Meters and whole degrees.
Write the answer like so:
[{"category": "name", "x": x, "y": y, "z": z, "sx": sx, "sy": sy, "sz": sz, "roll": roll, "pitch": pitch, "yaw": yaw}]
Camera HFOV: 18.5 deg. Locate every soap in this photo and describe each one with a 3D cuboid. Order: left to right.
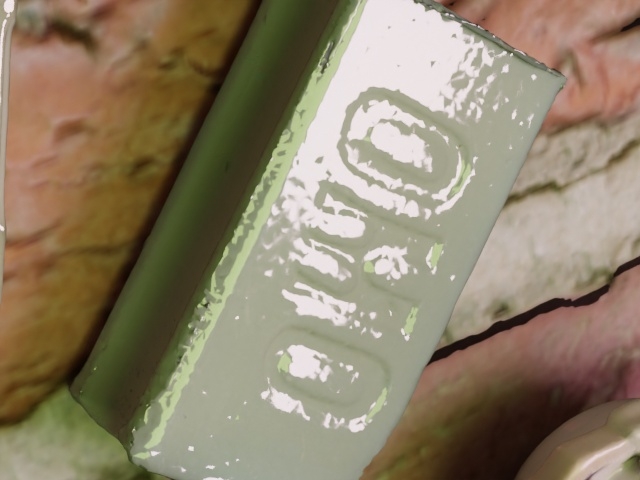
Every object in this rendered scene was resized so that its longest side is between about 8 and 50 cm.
[{"category": "soap", "x": 0.000, "y": 0.000, "z": 0.737, "sx": 0.114, "sy": 0.063, "sz": 0.198, "roll": 22, "pitch": 96, "yaw": -38}]

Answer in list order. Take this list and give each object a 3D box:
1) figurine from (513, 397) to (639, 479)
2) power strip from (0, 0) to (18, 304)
[{"category": "figurine", "x": 0.121, "y": 0.157, "z": 0.825, "sx": 0.237, "sy": 0.141, "sz": 0.162, "roll": -47, "pitch": 130, "yaw": -9}, {"category": "power strip", "x": -0.121, "y": -0.051, "z": 0.651, "sx": 0.030, "sy": 0.047, "sz": 0.191, "roll": -3, "pitch": 110, "yaw": -25}]
